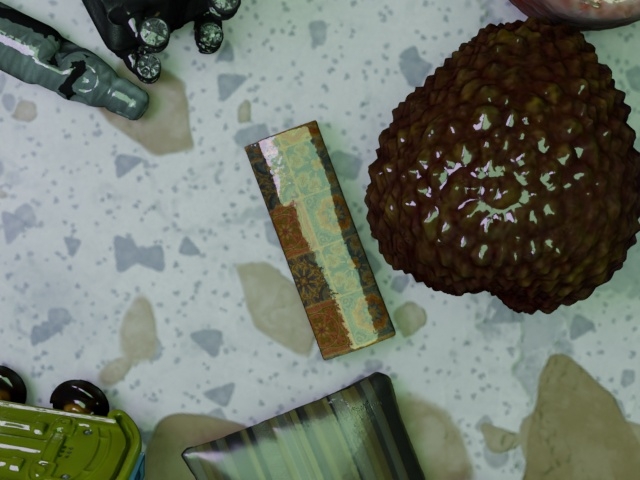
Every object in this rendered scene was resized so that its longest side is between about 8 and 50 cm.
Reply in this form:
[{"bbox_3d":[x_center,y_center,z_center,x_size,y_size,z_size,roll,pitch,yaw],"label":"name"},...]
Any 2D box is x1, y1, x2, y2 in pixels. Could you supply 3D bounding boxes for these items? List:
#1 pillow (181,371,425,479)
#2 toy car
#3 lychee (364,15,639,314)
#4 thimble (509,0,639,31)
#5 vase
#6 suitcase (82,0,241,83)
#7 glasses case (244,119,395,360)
[{"bbox_3d":[0.001,0.256,1.253,0.212,0.052,0.208,-21,97,-6],"label":"pillow"},{"bbox_3d":[-0.287,0.226,1.193,0.248,0.200,0.142,11,118,7],"label":"toy car"},{"bbox_3d":[0.170,-0.071,1.158,0.271,0.271,0.271,0,91,0],"label":"lychee"},{"bbox_3d":[0.255,-0.311,1.191,0.239,0.162,0.239,0,91,3],"label":"thimble"},{"bbox_3d":[-0.258,-0.172,1.238,0.211,0.060,0.060,26,91,-2],"label":"vase"},{"bbox_3d":[-0.186,-0.308,1.167,0.128,0.202,0.312,-29,91,-10],"label":"suitcase"},{"bbox_3d":[0.000,0.000,1.248,0.075,0.049,0.218,-20,91,0],"label":"glasses case"}]
